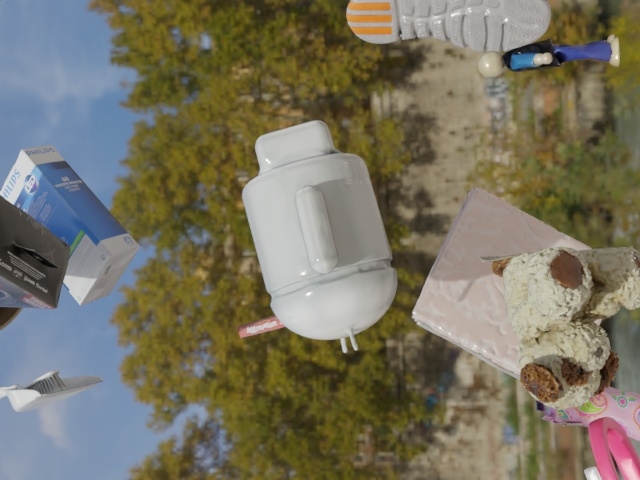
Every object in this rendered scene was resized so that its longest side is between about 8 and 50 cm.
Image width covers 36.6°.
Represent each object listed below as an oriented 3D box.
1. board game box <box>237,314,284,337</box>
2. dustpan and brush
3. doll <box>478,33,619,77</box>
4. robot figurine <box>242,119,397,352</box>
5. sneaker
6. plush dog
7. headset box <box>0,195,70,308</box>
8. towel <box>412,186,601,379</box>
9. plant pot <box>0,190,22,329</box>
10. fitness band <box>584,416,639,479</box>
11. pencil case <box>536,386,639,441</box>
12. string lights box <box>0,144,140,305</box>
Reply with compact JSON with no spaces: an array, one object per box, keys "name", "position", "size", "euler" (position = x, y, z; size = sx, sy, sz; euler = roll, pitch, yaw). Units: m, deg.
[{"name":"board game box","position":[-0.012,0.135,1.844],"size":[0.145,0.281,0.027],"euler":[-15,-92,-52]},{"name":"dustpan and brush","position":[-0.482,0.249,1.596],"size":[0.147,0.211,0.060],"euler":[-3,-110,-61]},{"name":"doll","position":[0.314,-0.256,1.343],"size":[0.129,0.189,0.046],"euler":[-62,-33,-70]},{"name":"robot figurine","position":[0.000,0.000,1.487],"size":[0.300,0.200,0.353],"euler":[36,-141,-82]},{"name":"sneaker","position":[0.210,-0.398,1.558],"size":[0.180,0.321,0.124],"euler":[-70,-17,-50]},{"name":"plush dog","position":[0.336,0.128,1.379],"size":[0.262,0.211,0.225],"euler":[0,-96,-44]},{"name":"headset box","position":[-0.528,0.016,1.417],"size":[0.218,0.293,0.110],"euler":[56,-142,-64]},{"name":"towel","position":[0.371,0.096,1.823],"size":[0.317,0.332,0.053],"euler":[-60,-2,-25]},{"name":"plant pot","position":[-0.822,0.024,2.134],"size":[0.323,0.280,0.323],"euler":[14,-90,-73]},{"name":"fitness band","position":[0.585,0.479,1.843],"size":[0.209,0.054,0.290],"euler":[-4,-110,-58]},{"name":"pencil case","position":[0.632,0.375,2.137],"size":[0.124,0.284,0.124],"euler":[-166,90,-86]},{"name":"string lights box","position":[-0.447,-0.029,1.692],"size":[0.259,0.133,0.077],"euler":[47,-149,15]}]
